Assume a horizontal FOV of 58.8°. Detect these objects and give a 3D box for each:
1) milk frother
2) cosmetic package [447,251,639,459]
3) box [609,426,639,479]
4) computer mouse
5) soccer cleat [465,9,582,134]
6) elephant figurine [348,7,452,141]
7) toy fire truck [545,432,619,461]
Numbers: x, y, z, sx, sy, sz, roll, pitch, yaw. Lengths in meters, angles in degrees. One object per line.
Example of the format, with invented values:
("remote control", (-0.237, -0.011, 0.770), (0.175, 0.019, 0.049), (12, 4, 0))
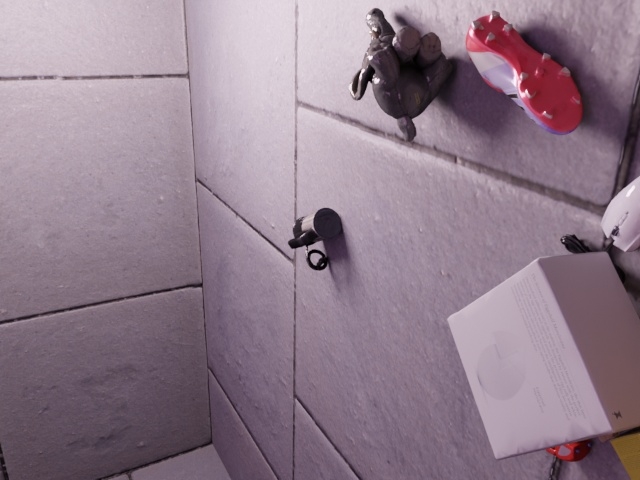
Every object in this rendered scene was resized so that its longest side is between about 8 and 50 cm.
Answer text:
("milk frother", (0.000, 0.000, 1.525), (0.143, 0.129, 0.135), (39, 158, -16))
("cosmetic package", (0.325, 0.165, 0.798), (0.224, 0.138, 0.224), (126, 135, -56))
("box", (0.477, 0.352, 0.728), (0.232, 0.087, 0.058), (67, 151, 20))
("computer mouse", (0.410, -0.024, 0.767), (0.106, 0.042, 0.193), (61, 148, 34))
("soccer cleat", (0.306, -0.246, 0.867), (0.248, 0.083, 0.095), (59, 176, 25))
("elephant figurine", (0.136, -0.330, 1.099), (0.169, 0.186, 0.239), (43, -179, -27))
("toy fire truck", (0.408, 0.262, 0.868), (0.135, 0.047, 0.192), (17, 114, 60))
